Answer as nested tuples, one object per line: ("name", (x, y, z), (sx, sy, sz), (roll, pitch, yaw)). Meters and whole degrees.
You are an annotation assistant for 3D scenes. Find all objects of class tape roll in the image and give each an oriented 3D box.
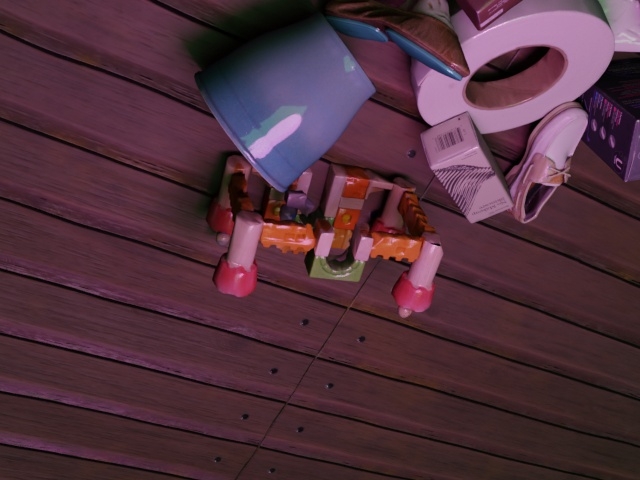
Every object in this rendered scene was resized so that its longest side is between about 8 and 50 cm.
("tape roll", (0.363, -0.336, 1.585), (0.391, 0.072, 0.392), (-10, 157, -4))

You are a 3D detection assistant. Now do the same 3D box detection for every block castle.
("block castle", (0.000, 0.000, 1.692), (0.452, 0.303, 0.213), (6, 123, -17))

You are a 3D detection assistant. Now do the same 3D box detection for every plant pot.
("plant pot", (-0.047, -0.271, 1.516), (0.255, 0.272, 0.272), (-35, 125, 8))

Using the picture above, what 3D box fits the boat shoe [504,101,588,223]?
("boat shoe", (0.495, -0.162, 1.782), (0.113, 0.103, 0.302), (-3, 142, -22))

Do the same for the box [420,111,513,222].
("box", (0.314, -0.147, 1.739), (0.113, 0.094, 0.275), (-24, 147, 19))

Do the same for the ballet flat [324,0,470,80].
("ballet flat", (0.149, -0.394, 1.463), (0.116, 0.342, 0.124), (28, 94, -49))

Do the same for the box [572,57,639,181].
("box", (0.646, -0.254, 1.703), (0.165, 0.270, 0.143), (-9, 125, -8))

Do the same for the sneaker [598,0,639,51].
("sneaker", (0.625, -0.474, 1.649), (0.292, 0.108, 0.169), (-6, 128, -9))

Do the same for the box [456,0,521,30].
("box", (0.222, -0.558, 1.340), (0.191, 0.143, 0.381), (-37, 85, 11))
